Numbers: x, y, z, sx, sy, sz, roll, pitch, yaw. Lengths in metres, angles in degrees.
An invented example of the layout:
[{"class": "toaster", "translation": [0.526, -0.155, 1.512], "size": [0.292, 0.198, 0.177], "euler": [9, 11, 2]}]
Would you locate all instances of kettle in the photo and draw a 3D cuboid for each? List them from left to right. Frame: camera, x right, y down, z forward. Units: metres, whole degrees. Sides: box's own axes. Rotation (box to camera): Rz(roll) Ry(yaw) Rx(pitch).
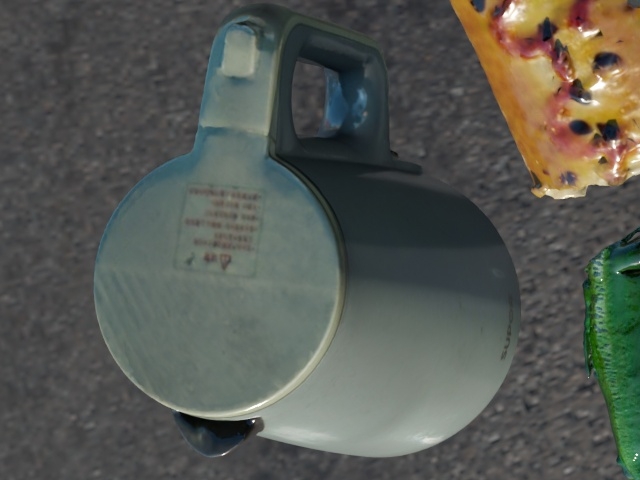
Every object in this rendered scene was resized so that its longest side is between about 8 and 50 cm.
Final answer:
[{"class": "kettle", "translation": [0.000, 0.000, 0.781], "size": [0.160, 0.243, 0.211], "euler": [11, 87, 19]}]

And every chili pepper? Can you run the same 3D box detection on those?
[{"class": "chili pepper", "translation": [0.262, 0.087, 1.268], "size": [0.062, 0.108, 0.216], "euler": [-159, 66, -63]}]

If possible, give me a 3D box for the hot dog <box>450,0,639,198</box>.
[{"class": "hot dog", "translation": [0.229, -0.244, 1.016], "size": [0.367, 0.196, 0.365], "euler": [-25, 102, 19]}]
